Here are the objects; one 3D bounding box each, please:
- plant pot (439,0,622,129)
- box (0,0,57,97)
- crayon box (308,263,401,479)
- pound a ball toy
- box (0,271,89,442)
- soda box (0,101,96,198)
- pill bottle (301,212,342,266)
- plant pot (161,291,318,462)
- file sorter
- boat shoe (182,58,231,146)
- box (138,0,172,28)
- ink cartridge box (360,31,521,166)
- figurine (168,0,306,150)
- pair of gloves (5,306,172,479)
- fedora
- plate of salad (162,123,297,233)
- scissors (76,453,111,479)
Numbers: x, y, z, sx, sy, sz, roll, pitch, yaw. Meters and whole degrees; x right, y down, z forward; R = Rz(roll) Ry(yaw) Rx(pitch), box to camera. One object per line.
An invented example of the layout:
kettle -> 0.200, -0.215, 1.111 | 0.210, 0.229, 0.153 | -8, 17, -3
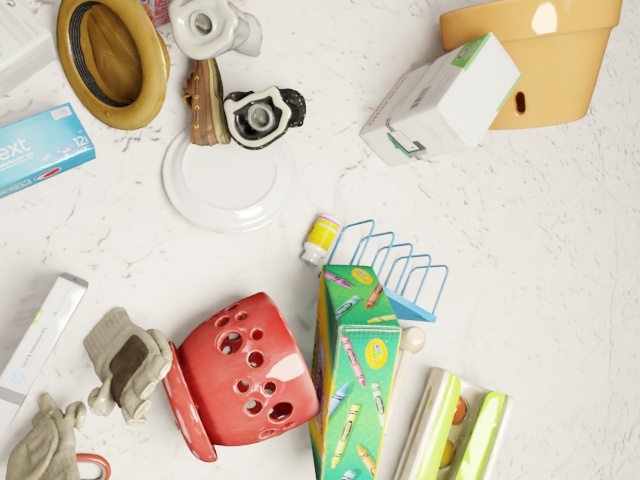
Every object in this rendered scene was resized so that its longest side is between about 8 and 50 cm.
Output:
plant pot -> 0.364, -0.315, 0.877 | 0.290, 0.291, 0.204 | -17, 111, -23
box -> -0.411, -0.257, 0.621 | 0.102, 0.087, 0.101 | -46, 105, -19
crayon box -> 0.037, 0.193, 0.693 | 0.081, 0.165, 0.279 | 2, 113, -8
pound a ball toy -> 0.183, 0.332, 0.849 | 0.208, 0.136, 0.320 | 21, 78, 5
box -> -0.346, 0.131, 0.600 | 0.038, 0.145, 0.186 | 31, 77, -20
soda box -> -0.402, -0.098, 0.626 | 0.210, 0.071, 0.067 | -30, 99, -22
pill bottle -> 0.000, 0.000, 0.812 | 0.043, 0.043, 0.083 | 32, 75, -19
plant pot -> -0.118, 0.187, 0.676 | 0.174, 0.191, 0.191 | -21, 96, -18
file sorter -> 0.109, 0.052, 0.818 | 0.170, 0.118, 0.105 | 31, 73, -19
boat shoe -> -0.175, -0.221, 0.727 | 0.060, 0.064, 0.178 | -11, 75, -1
box -> -0.173, -0.435, 0.714 | 0.256, 0.122, 0.128 | -39, 102, -20
ink cartridge box -> 0.187, -0.219, 0.810 | 0.092, 0.219, 0.160 | 42, 73, -20
figurine -> -0.099, -0.247, 0.714 | 0.092, 0.209, 0.215 | -28, 101, 18
pair of gloves -> -0.280, 0.206, 0.602 | 0.240, 0.204, 0.042 | -56, 130, -17
fedora -> -0.267, -0.251, 0.670 | 0.195, 0.194, 0.079 | 62, 31, -9
plate of salad -> -0.136, -0.102, 0.751 | 0.199, 0.048, 0.200 | 3, 71, -8
scissors -> -0.428, 0.340, 0.626 | 0.296, 0.021, 0.109 | 3, 89, -22
